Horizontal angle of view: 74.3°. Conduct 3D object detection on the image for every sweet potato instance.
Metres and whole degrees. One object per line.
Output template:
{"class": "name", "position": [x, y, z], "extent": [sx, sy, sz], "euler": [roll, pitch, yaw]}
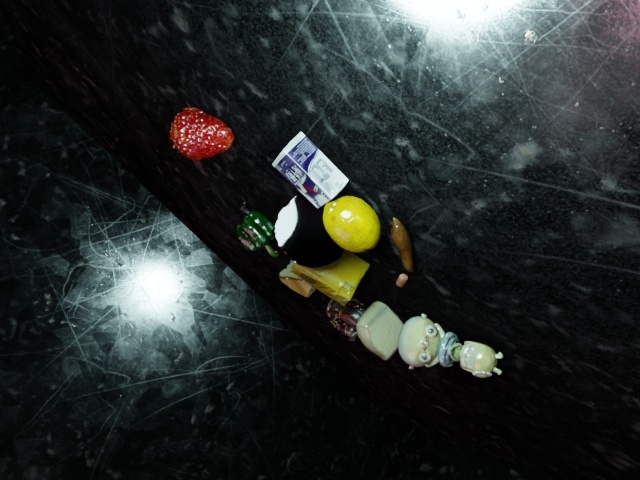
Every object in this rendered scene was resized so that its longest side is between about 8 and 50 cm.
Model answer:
{"class": "sweet potato", "position": [0.272, 0.014, 1.382], "extent": [0.057, 0.057, 0.264], "euler": [23, 155, 39]}

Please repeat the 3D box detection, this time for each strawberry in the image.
{"class": "strawberry", "position": [-0.447, -0.414, 1.650], "extent": [0.245, 0.205, 0.205], "euler": [4, 143, 23]}

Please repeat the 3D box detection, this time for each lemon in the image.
{"class": "lemon", "position": [0.103, -0.053, 1.385], "extent": [0.207, 0.170, 0.170], "euler": [47, 158, -19]}

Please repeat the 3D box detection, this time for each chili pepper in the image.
{"class": "chili pepper", "position": [-0.291, -0.019, 2.112], "extent": [0.261, 0.174, 0.165], "euler": [47, 133, -10]}

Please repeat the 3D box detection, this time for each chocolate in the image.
{"class": "chocolate", "position": [-0.042, -0.040, 1.571], "extent": [0.283, 0.283, 0.186], "euler": [43, 174, -4]}

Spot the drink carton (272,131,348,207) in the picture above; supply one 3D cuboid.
{"class": "drink carton", "position": [-0.033, -0.224, 1.384], "extent": [0.222, 0.102, 0.134], "euler": [43, 156, -9]}

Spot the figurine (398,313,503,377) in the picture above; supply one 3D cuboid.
{"class": "figurine", "position": [0.512, 0.426, 1.654], "extent": [0.394, 0.226, 0.275], "euler": [7, 172, 38]}

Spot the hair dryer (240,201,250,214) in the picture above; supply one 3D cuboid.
{"class": "hair dryer", "position": [-0.386, -0.171, 2.168], "extent": [0.047, 0.026, 0.083], "euler": [34, 150, 12]}

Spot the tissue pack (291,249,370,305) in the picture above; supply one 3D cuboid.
{"class": "tissue pack", "position": [0.040, 0.111, 1.721], "extent": [0.271, 0.192, 0.134], "euler": [33, 154, -2]}

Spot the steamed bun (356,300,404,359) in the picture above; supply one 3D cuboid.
{"class": "steamed bun", "position": [0.266, 0.412, 1.939], "extent": [0.250, 0.200, 0.155], "euler": [54, 156, -22]}

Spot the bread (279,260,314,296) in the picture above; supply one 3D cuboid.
{"class": "bread", "position": [-0.072, 0.140, 2.015], "extent": [0.224, 0.183, 0.211], "euler": [34, 156, 11]}

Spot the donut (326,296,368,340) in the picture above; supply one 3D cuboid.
{"class": "donut", "position": [0.152, 0.399, 2.198], "extent": [0.259, 0.136, 0.345], "euler": [40, 157, -4]}

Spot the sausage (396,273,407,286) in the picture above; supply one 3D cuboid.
{"class": "sausage", "position": [0.308, 0.151, 1.604], "extent": [0.034, 0.034, 0.083], "euler": [36, 159, 14]}
